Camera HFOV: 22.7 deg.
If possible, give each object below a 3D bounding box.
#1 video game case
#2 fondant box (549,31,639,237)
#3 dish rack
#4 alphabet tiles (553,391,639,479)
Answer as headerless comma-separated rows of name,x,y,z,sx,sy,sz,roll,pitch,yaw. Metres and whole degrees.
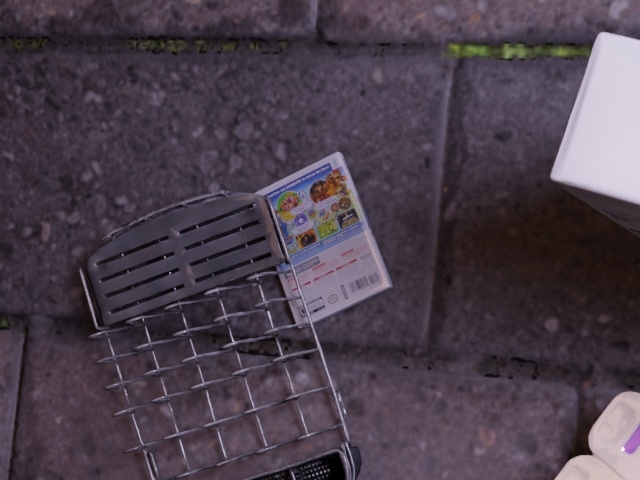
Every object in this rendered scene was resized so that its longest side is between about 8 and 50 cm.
video game case,0.000,0.000,1.304,0.087,0.011,0.122,-26,74,19
fondant box,0.307,-0.024,1.002,0.238,0.330,0.096,17,88,24
dish rack,-0.092,0.101,1.285,0.208,0.074,0.271,-20,84,19
alphabet tiles,0.272,0.249,1.100,0.278,0.021,0.284,38,97,23
